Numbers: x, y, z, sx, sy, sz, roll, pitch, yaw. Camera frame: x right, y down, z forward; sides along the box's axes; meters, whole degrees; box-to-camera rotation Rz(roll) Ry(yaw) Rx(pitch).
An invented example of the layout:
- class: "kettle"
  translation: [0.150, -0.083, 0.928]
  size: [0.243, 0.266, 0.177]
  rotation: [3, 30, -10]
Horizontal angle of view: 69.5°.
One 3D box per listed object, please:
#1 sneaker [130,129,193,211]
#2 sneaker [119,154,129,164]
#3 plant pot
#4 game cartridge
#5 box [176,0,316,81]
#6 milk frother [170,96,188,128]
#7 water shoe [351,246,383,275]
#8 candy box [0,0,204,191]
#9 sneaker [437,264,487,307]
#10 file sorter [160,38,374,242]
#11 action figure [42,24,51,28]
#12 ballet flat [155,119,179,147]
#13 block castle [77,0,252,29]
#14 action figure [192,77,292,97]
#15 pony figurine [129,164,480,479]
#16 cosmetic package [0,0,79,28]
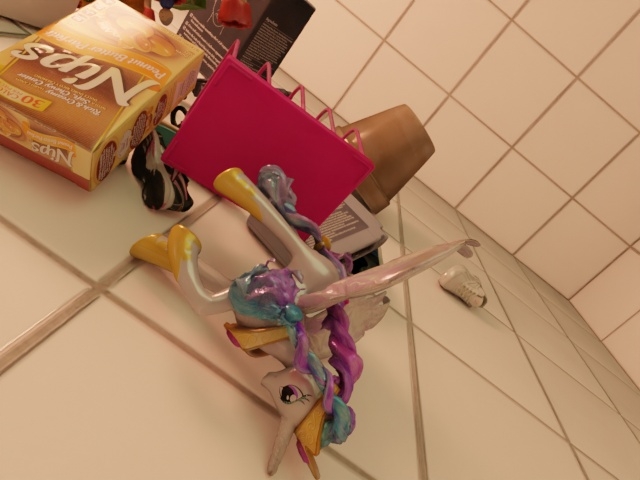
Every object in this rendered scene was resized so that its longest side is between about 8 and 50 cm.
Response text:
- class: "sneaker"
  translation: [-0.266, -0.111, 0.787]
  size: [0.077, 0.072, 0.178]
  rotation: [22, 39, -50]
- class: "sneaker"
  translation: [-0.379, -0.224, 0.786]
  size: [0.211, 0.081, 0.080]
  rotation: [46, 22, 15]
- class: "plant pot"
  translation: [0.211, -0.297, 1.536]
  size: [0.323, 0.280, 0.323]
  rotation: [53, 11, -15]
- class: "game cartridge"
  translation: [-0.003, -0.030, 0.970]
  size: [0.198, 0.062, 0.297]
  rotation: [44, 38, 21]
- class: "box"
  translation: [-0.268, -0.737, 1.585]
  size: [0.293, 0.395, 0.212]
  rotation: [48, 22, 19]
- class: "milk frother"
  translation: [-0.351, -0.291, 0.969]
  size: [0.134, 0.129, 0.143]
  rotation: [-19, 88, -27]
- class: "water shoe"
  translation: [0.099, 0.035, 1.084]
  size: [0.080, 0.073, 0.203]
  rotation: [27, 23, -24]
- class: "candy box"
  translation: [-0.331, -0.235, 0.691]
  size: [0.182, 0.088, 0.317]
  rotation: [28, 46, -7]
- class: "sneaker"
  translation: [0.458, 0.152, 1.439]
  size: [0.232, 0.090, 0.115]
  rotation: [20, 32, -40]
- class: "file sorter"
  translation: [-0.088, -0.180, 0.825]
  size: [0.290, 0.202, 0.182]
  rotation: [31, 29, -25]
- class: "action figure"
  translation: [-0.460, -0.411, 1.018]
  size: [0.284, 0.099, 0.185]
  rotation: [5, 44, -52]
- class: "ballet flat"
  translation: [-0.239, -0.163, 0.919]
  size: [0.248, 0.086, 0.086]
  rotation: [33, 22, -15]
- class: "block castle"
  translation: [-0.420, -0.610, 1.143]
  size: [0.452, 0.213, 0.303]
  rotation: [15, 15, 30]
- class: "action figure"
  translation: [-0.239, -0.333, 1.229]
  size: [0.340, 0.179, 0.330]
  rotation: [4, 24, -13]
- class: "pony figurine"
  translation: [-0.018, 0.066, 0.618]
  size: [0.350, 0.303, 0.363]
  rotation: [-30, 71, -34]
- class: "cosmetic package"
  translation: [-0.665, -0.547, 0.864]
  size: [0.197, 0.155, 0.365]
  rotation: [41, 22, 11]
